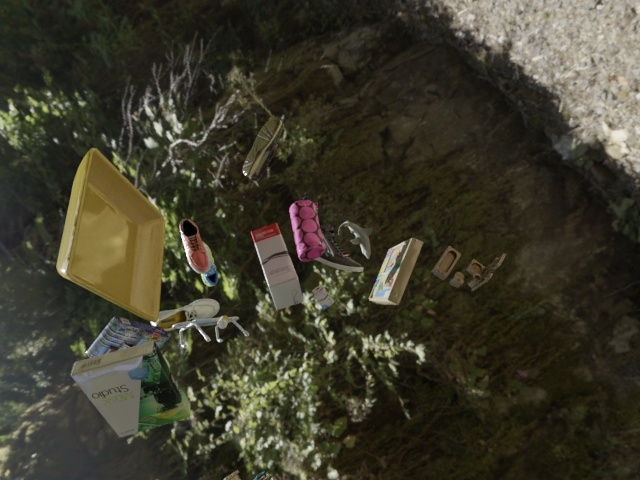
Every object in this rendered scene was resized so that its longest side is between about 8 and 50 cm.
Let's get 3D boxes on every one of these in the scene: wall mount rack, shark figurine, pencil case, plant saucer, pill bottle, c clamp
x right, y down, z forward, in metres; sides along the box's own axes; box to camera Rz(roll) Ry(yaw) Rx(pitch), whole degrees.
[{"bbox_3d":[-0.523,0.441,1.998,0.349,0.304,0.131,2,-111,-42],"label":"wall mount rack"},{"bbox_3d":[0.207,-0.051,2.152,0.278,0.116,0.166,44,-140,-33],"label":"shark figurine"},{"bbox_3d":[-0.040,-0.035,1.327,0.095,0.098,0.210,102,160,-56],"label":"pencil case"},{"bbox_3d":[-0.508,0.006,1.006,0.333,0.080,0.333,67,-167,-60],"label":"plant saucer"},{"bbox_3d":[-0.445,0.372,1.883,0.044,0.043,0.083,60,-179,-8],"label":"pill bottle"},{"bbox_3d":[0.000,0.000,1.430,0.137,0.022,0.161,37,159,58],"label":"c clamp"}]

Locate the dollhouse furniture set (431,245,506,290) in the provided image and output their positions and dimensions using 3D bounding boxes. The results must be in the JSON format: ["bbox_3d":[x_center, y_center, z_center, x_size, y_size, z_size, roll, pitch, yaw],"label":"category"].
[{"bbox_3d":[0.478,0.075,1.331,0.151,0.144,0.123,37,152,9],"label":"dollhouse furniture set"}]

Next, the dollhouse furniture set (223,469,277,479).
[{"bbox_3d":[-0.266,0.894,1.449,0.129,0.129,0.183,39,-166,25],"label":"dollhouse furniture set"}]

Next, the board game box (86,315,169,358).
[{"bbox_3d":[-0.628,0.355,1.318,0.060,0.194,0.194,37,180,37],"label":"board game box"}]

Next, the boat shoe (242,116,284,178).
[{"bbox_3d":[-0.185,-0.311,1.400,0.073,0.224,0.080,18,-159,-46],"label":"boat shoe"}]

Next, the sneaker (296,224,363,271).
[{"bbox_3d":[0.051,0.022,1.648,0.295,0.147,0.104,22,-173,21],"label":"sneaker"}]

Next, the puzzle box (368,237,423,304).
[{"bbox_3d":[0.316,0.144,1.780,0.052,0.272,0.409,24,170,0],"label":"puzzle box"}]

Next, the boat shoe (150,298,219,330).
[{"bbox_3d":[-0.708,0.406,2.199,0.156,0.366,0.136,9,105,59],"label":"boat shoe"}]

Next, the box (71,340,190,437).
[{"bbox_3d":[-0.563,0.461,1.252,0.059,0.232,0.322,-112,9,-54],"label":"box"}]

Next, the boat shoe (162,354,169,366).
[{"bbox_3d":[-0.638,0.542,1.574,0.109,0.091,0.305,24,-168,-37],"label":"boat shoe"}]

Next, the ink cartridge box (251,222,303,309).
[{"bbox_3d":[-0.169,0.104,1.602,0.197,0.114,0.273,83,165,-54],"label":"ink cartridge box"}]

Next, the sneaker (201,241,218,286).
[{"bbox_3d":[-0.554,0.115,2.015,0.126,0.091,0.241,6,118,60],"label":"sneaker"}]

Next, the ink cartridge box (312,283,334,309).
[{"bbox_3d":[0.008,0.212,1.537,0.083,0.048,0.028,52,-170,-1],"label":"ink cartridge box"}]

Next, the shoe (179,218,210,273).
[{"bbox_3d":[-0.403,0.018,1.306,0.178,0.063,0.081,62,159,20],"label":"shoe"}]
